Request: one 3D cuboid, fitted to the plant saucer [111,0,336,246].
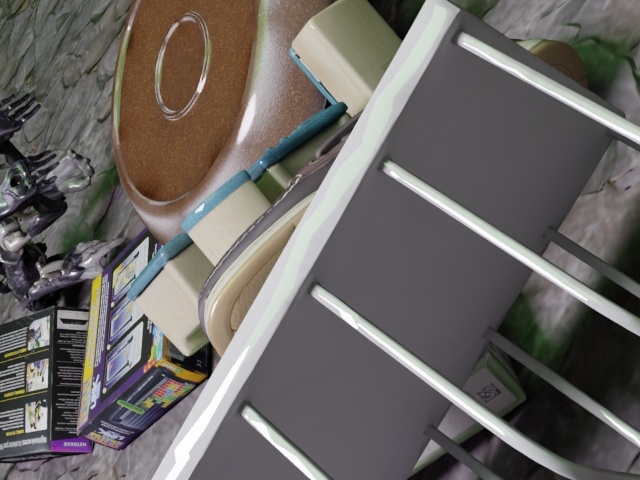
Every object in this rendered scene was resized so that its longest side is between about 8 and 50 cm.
[{"bbox_3d":[-0.094,-0.136,1.142,0.311,0.050,0.310,-20,65,52],"label":"plant saucer"}]

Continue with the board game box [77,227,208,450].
[{"bbox_3d":[-0.151,0.075,1.232,0.141,0.048,0.170,-42,35,38],"label":"board game box"}]

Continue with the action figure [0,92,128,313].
[{"bbox_3d":[-0.268,-0.012,1.403,0.164,0.141,0.275,57,163,27],"label":"action figure"}]

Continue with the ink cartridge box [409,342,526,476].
[{"bbox_3d":[0.000,0.096,0.897,0.235,0.056,0.171,-35,37,12],"label":"ink cartridge box"}]

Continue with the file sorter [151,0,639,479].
[{"bbox_3d":[0.087,0.068,0.666,0.173,0.193,0.277,37,101,34],"label":"file sorter"}]

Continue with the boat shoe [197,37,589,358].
[{"bbox_3d":[0.037,-0.027,0.853,0.285,0.103,0.092,-41,32,-16],"label":"boat shoe"}]

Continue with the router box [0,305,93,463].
[{"bbox_3d":[-0.273,0.140,1.352,0.179,0.046,0.133,-17,70,54],"label":"router box"}]

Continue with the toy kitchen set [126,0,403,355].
[{"bbox_3d":[-0.035,-0.044,0.984,0.207,0.122,0.166,-38,-3,-33],"label":"toy kitchen set"}]
